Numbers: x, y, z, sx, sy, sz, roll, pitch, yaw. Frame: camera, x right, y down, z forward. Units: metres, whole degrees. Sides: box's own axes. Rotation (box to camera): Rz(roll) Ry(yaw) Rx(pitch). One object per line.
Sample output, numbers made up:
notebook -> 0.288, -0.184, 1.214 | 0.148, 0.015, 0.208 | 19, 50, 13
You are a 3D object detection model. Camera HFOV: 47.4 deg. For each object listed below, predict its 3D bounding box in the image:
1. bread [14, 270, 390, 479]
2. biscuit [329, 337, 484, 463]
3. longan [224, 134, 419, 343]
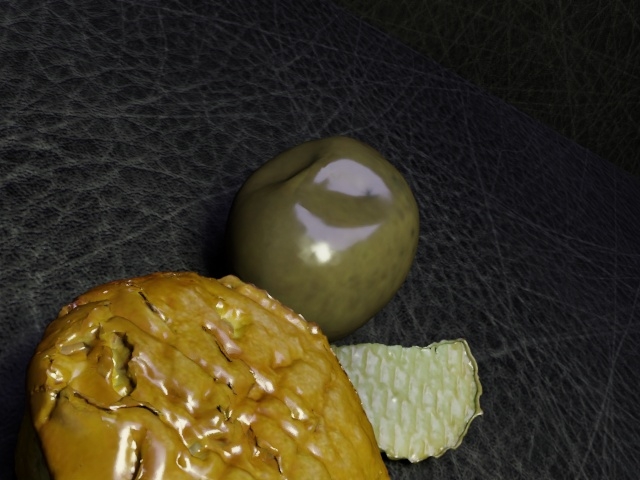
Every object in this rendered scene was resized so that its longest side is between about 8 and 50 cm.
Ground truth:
bread -> -0.113, 0.214, 0.730 | 0.398, 0.215, 0.398 | 26, 34, -19
biscuit -> 0.124, 0.233, 1.066 | 0.274, 0.036, 0.187 | 4, 56, -24
longan -> 0.000, 0.000, 1.068 | 0.288, 0.288, 0.350 | 41, 43, 1
